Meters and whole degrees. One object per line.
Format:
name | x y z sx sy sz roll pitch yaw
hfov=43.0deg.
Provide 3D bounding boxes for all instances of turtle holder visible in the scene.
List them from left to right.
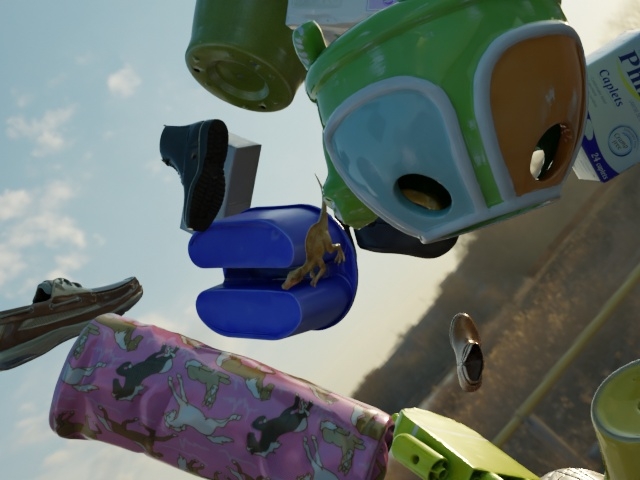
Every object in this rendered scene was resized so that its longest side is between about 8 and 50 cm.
turtle holder | 0.095 -0.113 0.775 0.320 0.227 0.243 -21 -5 26

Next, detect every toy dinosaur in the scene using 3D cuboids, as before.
toy dinosaur | 0.000 0.000 1.191 0.092 0.053 0.183 53 -131 -55

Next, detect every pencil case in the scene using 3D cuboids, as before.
pencil case | -0.113 0.211 0.931 0.160 0.386 0.167 60 -129 -80

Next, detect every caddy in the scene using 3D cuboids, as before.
caddy | -0.087 0.057 1.524 0.341 0.241 0.179 -1 8 39

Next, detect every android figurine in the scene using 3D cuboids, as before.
android figurine | 0.211 0.324 1.202 0.248 0.273 0.056 20 -86 -39

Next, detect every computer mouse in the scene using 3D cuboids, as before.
computer mouse | 0.134 -0.022 1.592 0.072 0.272 0.189 8 -96 -63

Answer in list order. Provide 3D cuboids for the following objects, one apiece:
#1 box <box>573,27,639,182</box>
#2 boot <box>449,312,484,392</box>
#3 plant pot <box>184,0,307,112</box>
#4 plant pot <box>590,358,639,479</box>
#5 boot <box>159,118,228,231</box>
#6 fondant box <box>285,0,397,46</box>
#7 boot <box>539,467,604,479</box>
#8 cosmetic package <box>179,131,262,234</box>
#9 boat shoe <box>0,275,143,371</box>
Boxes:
box | 0.336 -0.154 0.925 0.137 0.126 0.072 -32 9 0
boot | 0.346 0.251 1.882 0.073 0.197 0.152 -7 -19 3
plant pot | -0.111 -0.474 1.707 0.366 0.366 0.353 101 -172 -69
plant pot | 0.503 0.303 1.145 0.254 0.239 0.254 -29 23 14
boot | -0.239 -0.115 1.442 0.077 0.137 0.198 26 -107 -52
fondant box | 0.115 -0.383 1.482 0.330 0.238 0.096 10 -94 -66
boot | 0.491 0.588 1.665 0.262 0.203 0.095 -5 8 -32
cosmetic package | -0.224 -0.119 1.813 0.107 0.127 0.238 -15 -54 -56
boat shoe | -0.459 0.121 1.455 0.123 0.116 0.324 -19 6 43
